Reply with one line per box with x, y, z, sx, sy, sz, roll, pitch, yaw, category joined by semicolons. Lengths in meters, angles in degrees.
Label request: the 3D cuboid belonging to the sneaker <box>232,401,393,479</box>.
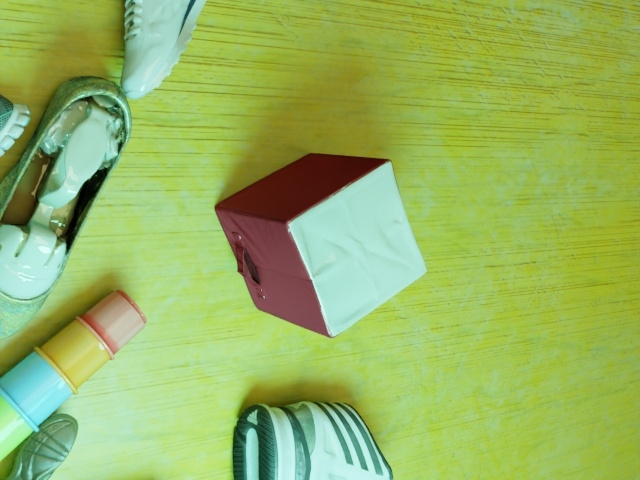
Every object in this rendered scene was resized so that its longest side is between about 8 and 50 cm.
0.003;0.463;1.222;0.258;0.169;0.447;1;95;-33;sneaker

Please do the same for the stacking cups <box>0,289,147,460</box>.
-0.347;0.184;0.977;0.316;0.096;0.096;-42;118;-22;stacking cups

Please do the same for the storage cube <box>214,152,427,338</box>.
0.000;0.000;1.129;0.215;0.193;0.183;-32;115;-27;storage cube

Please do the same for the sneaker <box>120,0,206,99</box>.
-0.208;-0.287;1.003;0.095;0.090;0.235;32;68;-37;sneaker

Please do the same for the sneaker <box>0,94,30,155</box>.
-0.408;-0.104;0.913;0.076;0.065;0.166;39;66;-31;sneaker

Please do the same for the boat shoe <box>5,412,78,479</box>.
-0.363;0.283;1.014;0.056;0.049;0.152;38;80;-14;boat shoe

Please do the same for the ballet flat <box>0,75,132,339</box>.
-0.323;-0.038;0.947;0.123;0.123;0.348;29;81;-34;ballet flat
